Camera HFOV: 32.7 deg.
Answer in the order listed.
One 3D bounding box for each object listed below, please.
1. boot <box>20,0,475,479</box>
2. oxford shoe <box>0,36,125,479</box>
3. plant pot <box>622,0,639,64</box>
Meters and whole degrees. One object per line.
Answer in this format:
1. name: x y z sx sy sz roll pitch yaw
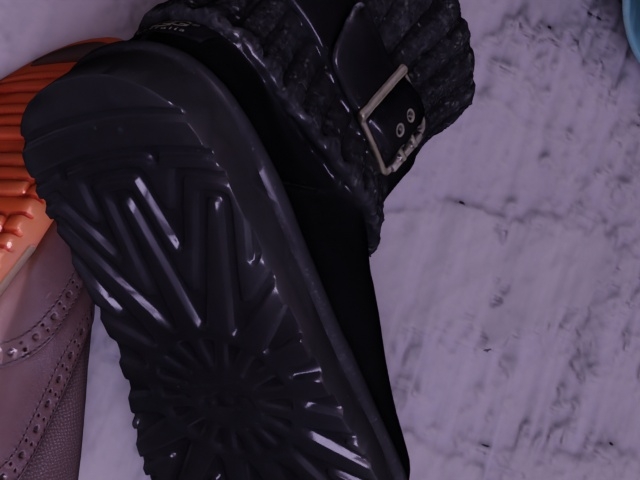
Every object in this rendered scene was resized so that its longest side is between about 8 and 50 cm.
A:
1. boot: 0.004 -0.001 0.588 0.260 0.131 0.348 -56 139 -50
2. oxford shoe: -0.170 0.061 0.535 0.133 0.130 0.364 49 57 -44
3. plant pot: 0.350 -0.233 0.682 0.293 0.293 0.235 24 61 -17
